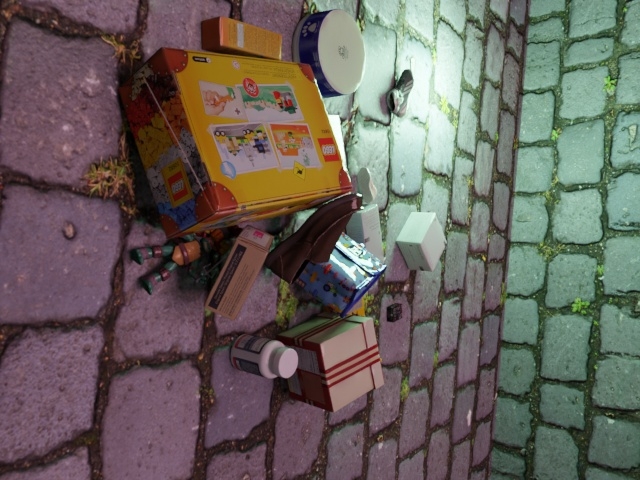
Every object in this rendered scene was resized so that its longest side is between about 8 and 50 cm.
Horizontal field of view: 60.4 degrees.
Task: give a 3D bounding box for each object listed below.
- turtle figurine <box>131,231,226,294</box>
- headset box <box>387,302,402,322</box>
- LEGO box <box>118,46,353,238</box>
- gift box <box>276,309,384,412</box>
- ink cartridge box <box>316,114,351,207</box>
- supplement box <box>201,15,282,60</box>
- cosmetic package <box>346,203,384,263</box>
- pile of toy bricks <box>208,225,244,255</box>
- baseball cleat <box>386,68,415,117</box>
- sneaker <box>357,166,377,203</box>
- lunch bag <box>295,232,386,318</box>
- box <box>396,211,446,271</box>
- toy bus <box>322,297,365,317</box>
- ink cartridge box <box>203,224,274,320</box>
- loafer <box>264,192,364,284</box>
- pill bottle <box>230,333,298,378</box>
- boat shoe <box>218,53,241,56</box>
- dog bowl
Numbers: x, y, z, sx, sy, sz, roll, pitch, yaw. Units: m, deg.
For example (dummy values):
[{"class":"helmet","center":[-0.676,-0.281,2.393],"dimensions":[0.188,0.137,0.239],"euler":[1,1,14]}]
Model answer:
[{"class":"turtle figurine","center":[-0.332,0.033,1.347],"dimensions":[0.234,0.118,0.175],"euler":[-25,94,-31]},{"class":"headset box","center":[0.309,0.297,2.269],"dimensions":[0.083,0.032,0.062],"euler":[-15,106,-52]},{"class":"LEGO box","center":[-0.183,-0.243,1.365],"dimensions":[0.500,0.193,0.373],"euler":[-15,85,-50]},{"class":"gift box","center":[0.029,0.356,1.745],"dimensions":[0.258,0.276,0.255],"euler":[-17,106,-38]},{"class":"ink cartridge box","center":[-0.010,-0.241,1.690],"dimensions":[0.198,0.114,0.273],"euler":[-21,104,-61]},{"class":"supplement box","center":[-0.207,-0.537,1.484],"dimensions":[0.233,0.078,0.080],"euler":[-10,102,-51]},{"class":"cosmetic package","center":[0.162,-0.007,2.008],"dimensions":[0.117,0.085,0.231],"euler":[-29,114,-47]},{"class":"pile of toy bricks","center":[-0.252,-0.067,1.449],"dimensions":[0.118,0.105,0.212],"euler":[-45,127,-40]},{"class":"baseball cleat","center":[0.315,-0.591,2.158],"dimensions":[0.109,0.072,0.206],"euler":[18,76,-45]},{"class":"sneaker","center":[0.174,-0.206,2.037],"dimensions":[0.070,0.050,0.134],"euler":[-26,105,-68]},{"class":"lunch bag","center":[0.075,0.082,1.795],"dimensions":[0.293,0.221,0.138],"euler":[-36,158,-53]},{"class":"box","center":[0.430,0.005,2.325],"dimensions":[0.182,0.119,0.181],"euler":[-57,134,-32]},{"class":"toy bus","center":[0.084,0.279,1.918],"dimensions":[0.130,0.108,0.333],"euler":[-21,110,-48]},{"class":"ink cartridge box","center":[-0.201,0.074,1.399],"dimensions":[0.235,0.088,0.193],"euler":[-96,-148,-81]},{"class":"loafer","center":[0.000,0.000,1.592],"dimensions":[0.130,0.366,0.134],"euler":[53,26,7]},{"class":"pill bottle","center":[-0.157,0.330,1.551],"dimensions":[0.108,0.180,0.108],"euler":[-8,100,-51]},{"class":"boat shoe","center":[-0.275,-0.442,1.411],"dimensions":[0.183,0.066,0.066],"euler":[-12,124,-38]},{"class":"dog bowl","center":[0.032,-0.596,1.763],"dimensions":[0.264,0.104,0.265],"euler":[-7,98,-52]}]
